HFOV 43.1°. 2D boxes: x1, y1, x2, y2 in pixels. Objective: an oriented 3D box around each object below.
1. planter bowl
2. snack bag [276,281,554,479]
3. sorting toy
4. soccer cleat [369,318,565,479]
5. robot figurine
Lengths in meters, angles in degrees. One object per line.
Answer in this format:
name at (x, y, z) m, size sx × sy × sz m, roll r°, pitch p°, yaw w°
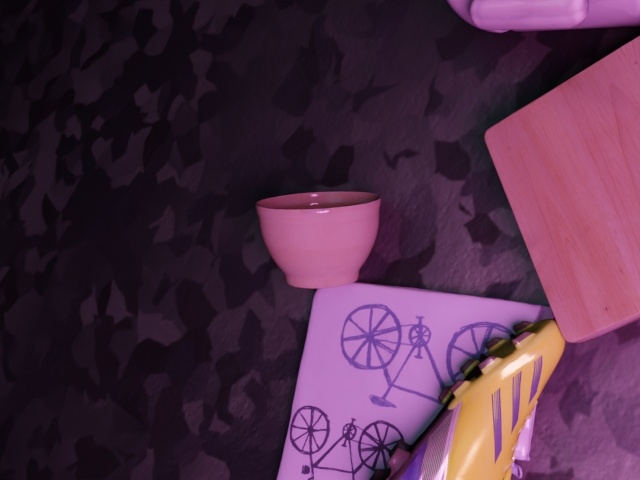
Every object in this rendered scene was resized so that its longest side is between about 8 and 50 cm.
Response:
planter bowl at (0.000, 0.000, 1.049) m, size 0.162 × 0.162 × 0.109 m, roll 5°, pitch 104°, yaw 36°
snack bag at (0.096, 0.222, 0.964) m, size 0.323 × 0.037 × 0.343 m, roll 4°, pitch 76°, yaw 37°
sorting toy at (0.333, -0.058, 0.823) m, size 0.255 × 0.089 × 0.257 m, roll -31°, pitch 61°, yaw 31°
soccer cleat at (0.170, 0.208, 0.854) m, size 0.121 × 0.093 × 0.289 m, roll 41°, pitch 96°, yaw 7°
robot figurine at (0.279, -0.345, 0.931) m, size 0.353 × 0.200 × 0.300 m, roll 7°, pitch 50°, yaw 36°
